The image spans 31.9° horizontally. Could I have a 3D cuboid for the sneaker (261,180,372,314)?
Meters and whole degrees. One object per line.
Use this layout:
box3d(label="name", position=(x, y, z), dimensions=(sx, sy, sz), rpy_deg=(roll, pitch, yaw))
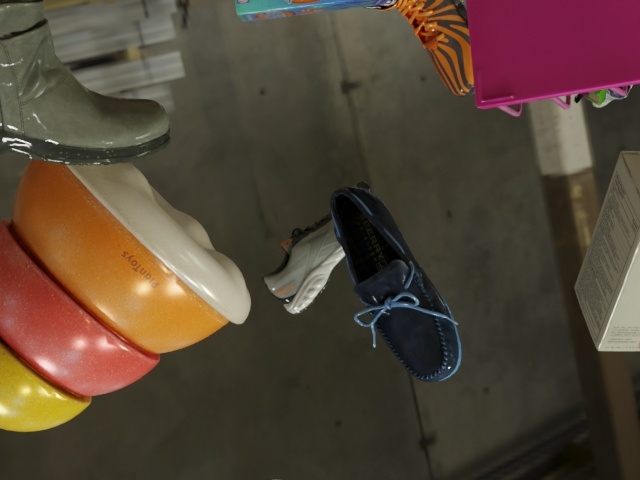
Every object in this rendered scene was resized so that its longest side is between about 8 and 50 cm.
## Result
box3d(label="sneaker", position=(0.000, 0.000, 2.006), dimensions=(0.271, 0.108, 0.100), rpy_deg=(-53, -172, -6))

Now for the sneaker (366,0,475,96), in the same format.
box3d(label="sneaker", position=(0.159, -0.387, 1.915), dimensions=(0.180, 0.321, 0.124), rpy_deg=(-18, 175, -36))

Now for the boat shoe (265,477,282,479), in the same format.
box3d(label="boat shoe", position=(-0.184, 0.560, 2.065), dimensions=(0.136, 0.367, 0.156), rpy_deg=(14, -159, -42))

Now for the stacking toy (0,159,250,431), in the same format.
box3d(label="stacking toy", position=(-0.358, 0.114, 1.404), dimensions=(0.480, 0.350, 0.350), rpy_deg=(-44, -166, -2))

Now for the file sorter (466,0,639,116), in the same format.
box3d(label="file sorter", position=(0.344, -0.270, 1.352), dimensions=(0.290, 0.202, 0.182), rpy_deg=(-7, 175, 24))

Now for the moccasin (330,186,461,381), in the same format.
box3d(label="moccasin", position=(0.094, 0.070, 1.740), dimensions=(0.138, 0.342, 0.117), rpy_deg=(-38, 157, 17))

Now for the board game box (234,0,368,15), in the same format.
box3d(label="board game box", position=(-0.011, -0.339, 1.535), dimensions=(0.210, 0.047, 0.160), rpy_deg=(-6, -172, 0))

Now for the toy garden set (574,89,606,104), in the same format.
box3d(label="toy garden set", position=(0.337, -0.314, 1.690), dimensions=(0.204, 0.244, 0.049), rpy_deg=(35, -107, 26))

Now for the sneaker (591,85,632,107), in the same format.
box3d(label="sneaker", position=(0.489, -0.259, 1.873), dimensions=(0.052, 0.058, 0.135), rpy_deg=(14, 148, -9))

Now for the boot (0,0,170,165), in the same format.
box3d(label="boot", position=(-0.211, -0.141, 0.834), dimensions=(0.246, 0.161, 0.083), rpy_deg=(-5, -160, -40))

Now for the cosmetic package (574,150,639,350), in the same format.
box3d(label="cosmetic package", position=(0.503, 0.021, 1.728), dimensions=(0.129, 0.296, 0.153), rpy_deg=(0, -135, -6))
